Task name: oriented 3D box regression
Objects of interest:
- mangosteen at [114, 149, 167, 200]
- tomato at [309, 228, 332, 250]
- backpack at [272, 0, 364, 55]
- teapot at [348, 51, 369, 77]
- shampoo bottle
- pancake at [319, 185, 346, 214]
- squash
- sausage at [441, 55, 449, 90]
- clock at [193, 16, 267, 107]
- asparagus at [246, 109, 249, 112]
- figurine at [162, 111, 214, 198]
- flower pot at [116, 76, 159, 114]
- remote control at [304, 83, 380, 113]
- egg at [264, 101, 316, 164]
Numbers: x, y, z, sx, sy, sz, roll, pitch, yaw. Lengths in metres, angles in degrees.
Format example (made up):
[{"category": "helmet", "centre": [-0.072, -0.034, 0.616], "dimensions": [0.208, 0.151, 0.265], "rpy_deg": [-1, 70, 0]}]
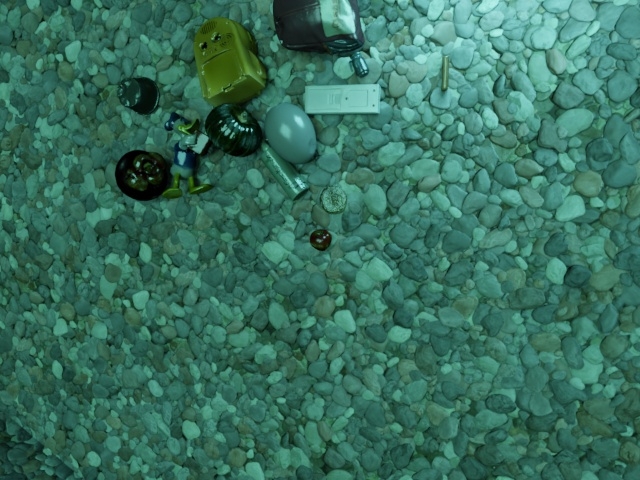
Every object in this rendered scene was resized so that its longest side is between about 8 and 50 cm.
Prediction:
[{"category": "mangosteen", "centre": [-0.711, -0.271, 2.026], "dimensions": [0.250, 0.211, 0.212], "rpy_deg": [-16, 92, 53]}, {"category": "tomato", "centre": [0.000, 0.000, 1.910], "dimensions": [0.087, 0.087, 0.075], "rpy_deg": [11, 127, 16]}, {"category": "backpack", "centre": [-0.013, -0.790, 1.765], "dimensions": [0.317, 0.197, 0.284], "rpy_deg": [-4, 96, 23]}, {"category": "teapot", "centre": [0.140, -0.631, 1.815], "dimensions": [0.049, 0.063, 0.083], "rpy_deg": [-22, 86, -13]}, {"category": "shampoo bottle", "centre": [-0.151, -0.277, 1.924], "dimensions": [0.085, 0.085, 0.262], "rpy_deg": [-39, 83, 18]}, {"category": "pancake", "centre": [0.047, -0.153, 1.912], "dimensions": [0.114, 0.011, 0.115], "rpy_deg": [2, 97, 18]}, {"category": "squash", "centre": [-0.324, -0.412, 1.883], "dimensions": [0.218, 0.218, 0.172], "rpy_deg": [42, 100, 9]}, {"category": "sausage", "centre": [0.431, -0.575, 1.734], "dimensions": [0.026, 0.026, 0.116], "rpy_deg": [3, 98, 17]}, {"category": "clock", "centre": [-0.353, -0.684, 1.898], "dimensions": [0.244, 0.200, 0.317], "rpy_deg": [-20, 82, 16]}, {"category": "asparagus", "centre": [-0.298, -0.453, 1.987], "dimensions": [0.015, 0.018, 0.127], "rpy_deg": [10, 100, -9]}, {"category": "figurine", "centre": [-0.540, -0.372, 1.989], "dimensions": [0.283, 0.204, 0.339], "rpy_deg": [-34, 71, 44]}, {"category": "flower pot", "centre": [-0.760, -0.605, 2.072], "dimensions": [0.157, 0.107, 0.158], "rpy_deg": [1, 95, 17]}, {"category": "remote control", "centre": [0.080, -0.514, 1.838], "dimensions": [0.277, 0.055, 0.103], "rpy_deg": [4, 98, 16]}, {"category": "egg", "centre": [-0.107, -0.389, 1.848], "dimensions": [0.176, 0.176, 0.232], "rpy_deg": [-30, 89, 19]}]
